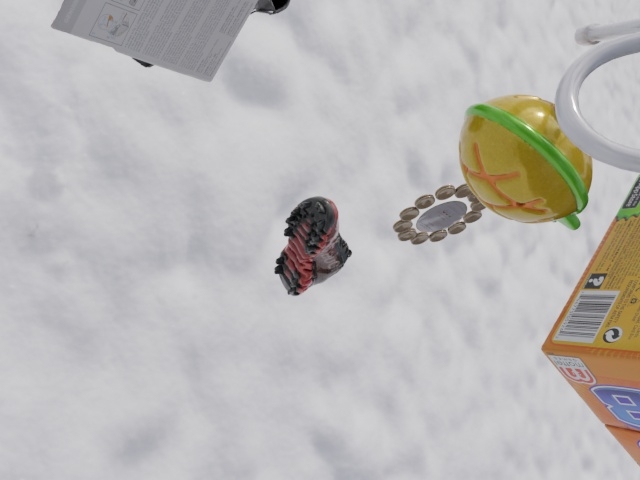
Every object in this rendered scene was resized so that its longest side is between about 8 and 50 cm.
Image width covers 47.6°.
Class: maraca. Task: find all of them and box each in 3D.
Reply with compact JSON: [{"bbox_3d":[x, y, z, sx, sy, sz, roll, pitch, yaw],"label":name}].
[{"bbox_3d":[0.181,-0.062,0.636,0.099,0.127,0.186,-46,153,1],"label":"maraca"}]

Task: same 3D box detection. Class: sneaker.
[{"bbox_3d":[0.000,0.000,1.379,0.135,0.097,0.276,-20,153,-26],"label":"sneaker"}]

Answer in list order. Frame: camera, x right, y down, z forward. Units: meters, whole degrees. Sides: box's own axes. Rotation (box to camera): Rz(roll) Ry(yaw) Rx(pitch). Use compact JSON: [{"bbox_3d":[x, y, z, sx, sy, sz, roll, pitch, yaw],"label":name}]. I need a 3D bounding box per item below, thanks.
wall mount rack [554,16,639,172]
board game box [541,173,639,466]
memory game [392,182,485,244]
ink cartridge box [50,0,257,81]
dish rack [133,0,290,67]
[{"bbox_3d":[0.318,-0.111,0.473,0.130,0.350,0.304,71,13,-51],"label":"wall mount rack"},{"bbox_3d":[0.603,0.131,0.976,0.356,0.356,0.356,47,66,-21],"label":"board game box"},{"bbox_3d":[0.220,-0.046,1.317,0.186,0.186,0.012,22,42,-50],"label":"memory game"},{"bbox_3d":[-0.159,-0.277,0.761,0.225,0.056,0.181,6,124,-54],"label":"ink cartridge box"},{"bbox_3d":[-0.197,-0.387,1.061,0.272,0.074,0.208,-35,112,-24],"label":"dish rack"}]
